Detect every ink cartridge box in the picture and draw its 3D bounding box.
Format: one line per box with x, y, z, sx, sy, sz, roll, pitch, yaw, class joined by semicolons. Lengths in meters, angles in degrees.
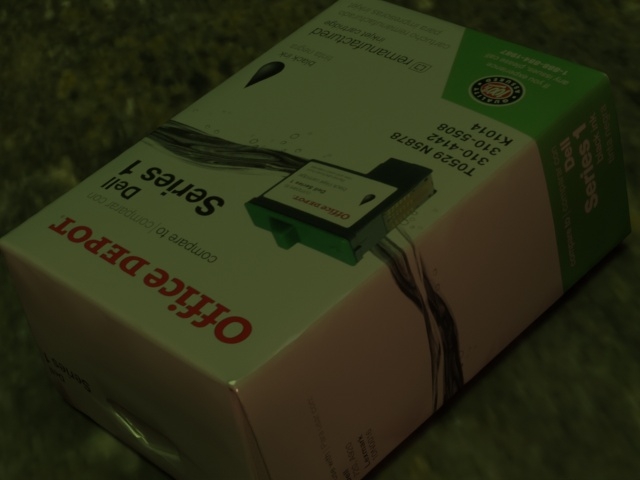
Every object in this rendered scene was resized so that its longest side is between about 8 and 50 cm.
0.000;0.000;0.636;0.160;0.092;0.219;25;53;40;ink cartridge box
